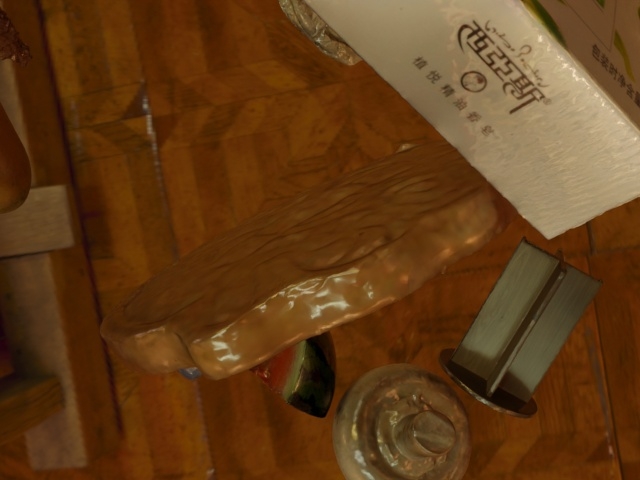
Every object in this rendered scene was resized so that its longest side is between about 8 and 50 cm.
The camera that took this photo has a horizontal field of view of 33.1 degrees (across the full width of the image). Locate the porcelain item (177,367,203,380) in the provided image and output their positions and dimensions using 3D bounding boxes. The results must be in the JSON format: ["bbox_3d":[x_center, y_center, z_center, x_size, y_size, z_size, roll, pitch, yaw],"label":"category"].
[{"bbox_3d":[-0.155,0.108,1.443,0.114,0.147,0.147,46,103,0],"label":"porcelain item"}]

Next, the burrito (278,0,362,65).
[{"bbox_3d":[-0.009,-0.385,1.902,0.058,0.063,0.229,-29,135,26],"label":"burrito"}]

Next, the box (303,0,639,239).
[{"bbox_3d":[0.115,-0.160,0.685,0.260,0.194,0.111,38,134,-23],"label":"box"}]

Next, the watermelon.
[{"bbox_3d":[-0.021,0.170,1.463,0.137,0.145,0.193,-21,112,-25],"label":"watermelon"}]

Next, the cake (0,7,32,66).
[{"bbox_3d":[-0.364,-0.266,1.024,0.112,0.295,0.116,-40,67,1],"label":"cake"}]

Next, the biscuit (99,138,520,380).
[{"bbox_3d":[-0.001,-0.002,0.922,0.385,0.365,0.062,-30,104,-23],"label":"biscuit"}]

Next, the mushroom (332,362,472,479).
[{"bbox_3d":[0.125,0.268,1.485,0.207,0.215,0.207,4,75,-16],"label":"mushroom"}]

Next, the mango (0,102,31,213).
[{"bbox_3d":[-0.408,-0.119,1.165,0.120,0.151,0.221,-29,96,35],"label":"mango"}]

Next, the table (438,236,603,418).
[{"bbox_3d":[0.301,0.121,1.589,0.167,0.167,0.227,30,105,7],"label":"table"}]
